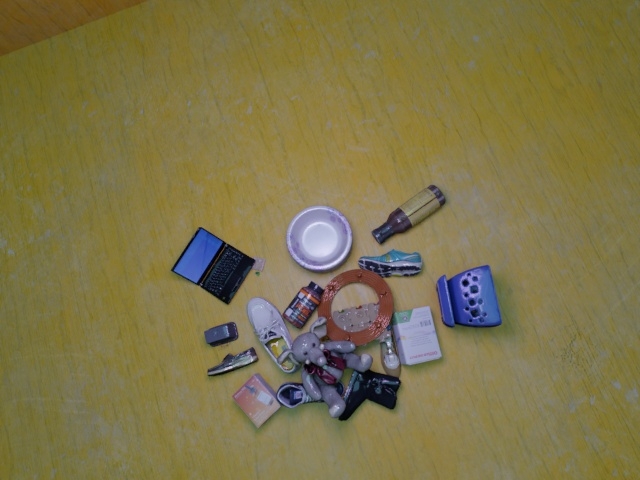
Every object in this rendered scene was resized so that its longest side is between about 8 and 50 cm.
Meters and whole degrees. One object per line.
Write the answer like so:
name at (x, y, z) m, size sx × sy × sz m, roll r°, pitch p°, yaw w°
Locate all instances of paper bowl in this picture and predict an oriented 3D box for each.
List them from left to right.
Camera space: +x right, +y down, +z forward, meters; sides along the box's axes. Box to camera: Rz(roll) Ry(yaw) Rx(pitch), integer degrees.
paper bowl at (0.000, 0.000, 1.962) m, size 0.284 × 0.148 × 0.285 m, roll -1°, pitch 78°, yaw 6°

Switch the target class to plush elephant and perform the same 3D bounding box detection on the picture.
plush elephant at (-0.006, 0.455, 1.740) m, size 0.272 × 0.255 × 0.330 m, roll -50°, pitch 43°, yaw -11°

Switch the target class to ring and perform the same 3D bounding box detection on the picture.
ring at (0.140, 0.274, 1.889) m, size 0.336 × 0.032 × 0.337 m, roll -10°, pitch 63°, yaw 20°

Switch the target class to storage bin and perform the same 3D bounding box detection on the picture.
storage bin at (-0.435, 0.412, 1.947) m, size 0.135 × 0.091 × 0.098 m, roll -17°, pitch 77°, yaw 3°

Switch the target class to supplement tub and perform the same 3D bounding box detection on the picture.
supplement tub at (-0.069, 0.272, 1.932) m, size 0.106 × 0.106 × 0.198 m, roll 34°, pitch 83°, yaw 12°

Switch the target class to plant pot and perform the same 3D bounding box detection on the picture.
plant pot at (0.586, 0.241, 1.813) m, size 0.212 × 0.236 × 0.236 m, roll -9°, pitch 76°, yaw 11°

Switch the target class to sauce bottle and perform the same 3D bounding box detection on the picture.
sauce bottle at (0.378, -0.109, 1.966) m, size 0.344 × 0.111 × 0.111 m, roll -33°, pitch 77°, yaw -2°

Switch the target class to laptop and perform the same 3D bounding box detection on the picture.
laptop at (-0.470, 0.111, 1.990) m, size 0.264 × 0.136 × 0.234 m, roll 29°, pitch 83°, yaw 18°

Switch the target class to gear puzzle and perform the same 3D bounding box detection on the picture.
gear puzzle at (0.131, 0.369, 1.893) m, size 0.338 × 0.044 × 0.176 m, roll -15°, pitch 60°, yaw 17°

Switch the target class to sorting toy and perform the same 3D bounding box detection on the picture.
sorting toy at (-0.287, 0.118, 2.035) m, size 0.061 × 0.012 × 0.083 m, roll 13°, pitch 76°, yaw 4°

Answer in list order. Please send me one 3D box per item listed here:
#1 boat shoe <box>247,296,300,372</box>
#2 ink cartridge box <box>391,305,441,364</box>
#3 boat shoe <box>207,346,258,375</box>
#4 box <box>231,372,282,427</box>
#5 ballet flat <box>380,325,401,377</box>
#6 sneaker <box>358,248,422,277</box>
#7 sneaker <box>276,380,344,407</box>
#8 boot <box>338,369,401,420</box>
boat shoe at (-0.208, 0.397, 1.892) m, size 0.135 × 0.156 × 0.367 m, roll -29°, pitch 77°, yaw -1°
ink cartridge box at (0.390, 0.392, 1.852) m, size 0.154 × 0.093 × 0.213 m, roll -9°, pitch 76°, yaw -10°
boat shoe at (-0.379, 0.519, 1.928) m, size 0.223 × 0.080 × 0.074 m, roll -18°, pitch 71°, yaw -4°
box at (-0.259, 0.664, 1.874) m, size 0.130 × 0.091 × 0.170 m, roll -45°, pitch 78°, yaw -4°
ballet flat at (0.283, 0.459, 1.872) m, size 0.080 × 0.073 × 0.233 m, roll -13°, pitch 77°, yaw 1°
sneaker at (0.301, 0.095, 1.951) m, size 0.275 × 0.107 × 0.110 m, roll 1°, pitch 50°, yaw 9°
sneaker at (-0.044, 0.620, 1.829) m, size 0.282 × 0.153 × 0.099 m, roll -5°, pitch 78°, yaw 5°
boot at (0.201, 0.646, 1.828) m, size 0.207 × 0.094 × 0.247 m, roll 20°, pitch 80°, yaw 11°
